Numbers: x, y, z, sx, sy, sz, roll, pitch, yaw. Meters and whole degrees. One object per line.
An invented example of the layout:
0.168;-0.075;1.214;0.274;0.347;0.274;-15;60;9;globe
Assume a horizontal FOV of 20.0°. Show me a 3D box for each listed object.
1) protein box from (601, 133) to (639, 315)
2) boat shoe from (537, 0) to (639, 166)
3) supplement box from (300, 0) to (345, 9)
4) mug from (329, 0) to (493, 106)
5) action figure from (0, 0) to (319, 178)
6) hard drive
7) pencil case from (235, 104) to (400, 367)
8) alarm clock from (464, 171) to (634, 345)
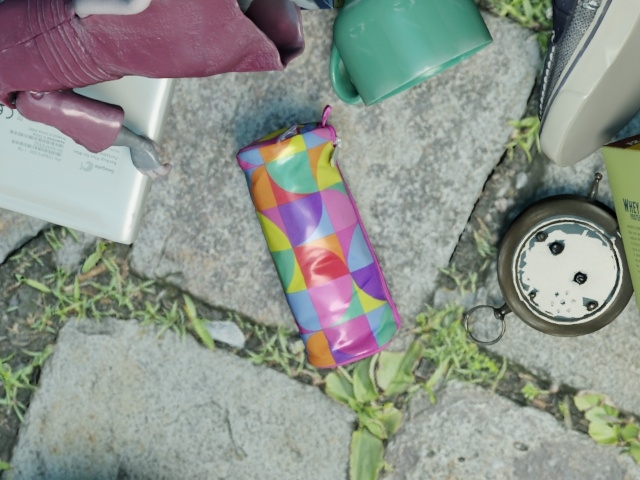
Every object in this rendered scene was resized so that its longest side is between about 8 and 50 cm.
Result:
0.366;0.000;1.557;0.136;0.200;0.201;-18;101;-16;protein box
0.242;-0.233;1.586;0.158;0.127;0.340;48;136;26;boat shoe
-0.023;-0.239;1.664;0.083;0.083;0.056;-1;98;9;supplement box
0.065;-0.187;1.635;0.158;0.129;0.097;-27;91;12;mug
-0.195;-0.174;1.558;0.370;0.276;0.248;-21;90;31;action figure
-0.237;-0.171;1.729;0.203;0.040;0.307;16;100;6;hard drive
0.000;0.000;1.692;0.104;0.104;0.236;-17;97;11;pencil case
0.214;0.036;1.683;0.192;0.064;0.129;-38;92;15;alarm clock
